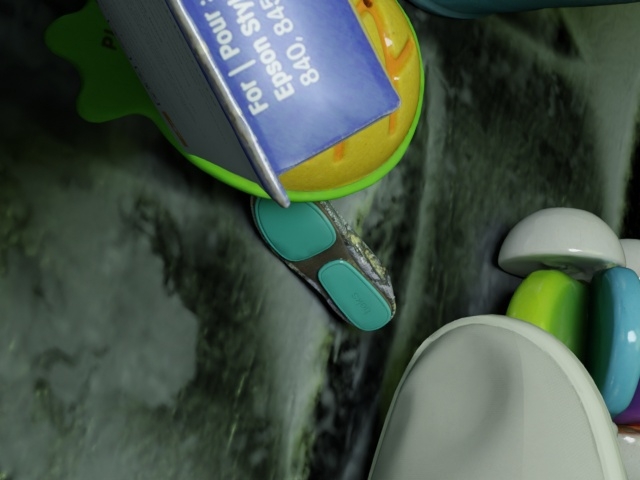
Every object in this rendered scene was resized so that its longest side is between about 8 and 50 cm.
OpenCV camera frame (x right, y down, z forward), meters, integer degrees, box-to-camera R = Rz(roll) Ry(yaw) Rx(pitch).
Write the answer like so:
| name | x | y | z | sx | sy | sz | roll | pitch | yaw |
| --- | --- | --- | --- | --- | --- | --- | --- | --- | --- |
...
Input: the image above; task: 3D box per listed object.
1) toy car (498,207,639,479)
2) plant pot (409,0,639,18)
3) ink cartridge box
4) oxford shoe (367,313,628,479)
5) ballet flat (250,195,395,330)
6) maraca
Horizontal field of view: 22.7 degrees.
| name | x | y | z | sx | sy | sz | roll | pitch | yaw |
| --- | --- | --- | --- | --- | --- | --- | --- | --- | --- |
| toy car | 0.187 | 0.068 | 0.947 | 0.182 | 0.136 | 0.159 | 21 | 70 | -47 |
| plant pot | 0.183 | -0.248 | 0.850 | 0.272 | 0.255 | 0.271 | -15 | 109 | -49 |
| ink cartridge box | -0.077 | -0.164 | 0.519 | 0.072 | 0.307 | 0.303 | -29 | 100 | -8 |
| oxford shoe | 0.042 | 0.246 | 0.741 | 0.130 | 0.169 | 0.449 | 27 | 71 | -43 |
| ballet flat | 0.000 | 0.000 | 0.816 | 0.114 | 0.041 | 0.041 | 50 | 51 | -34 |
| maraca | -0.035 | -0.087 | 0.737 | 0.186 | 0.099 | 0.127 | 16 | 76 | -22 |
